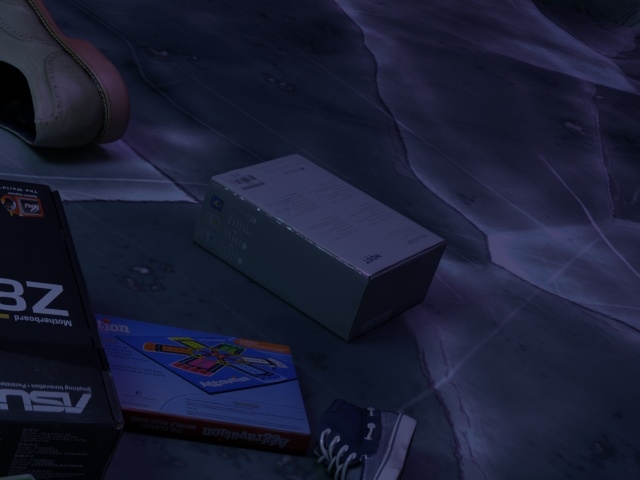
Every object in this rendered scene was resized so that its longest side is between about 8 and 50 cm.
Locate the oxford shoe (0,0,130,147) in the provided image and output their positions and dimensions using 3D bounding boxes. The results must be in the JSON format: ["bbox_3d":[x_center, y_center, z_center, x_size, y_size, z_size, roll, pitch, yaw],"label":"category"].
[{"bbox_3d":[-0.416,-0.242,1.536,0.397,0.140,0.146,33,36,30],"label":"oxford shoe"}]

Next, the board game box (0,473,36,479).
[{"bbox_3d":[-0.197,0.193,0.683,0.124,0.039,0.259,44,7,19],"label":"board game box"}]

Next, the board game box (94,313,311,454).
[{"bbox_3d":[-0.154,0.126,1.120,0.281,0.027,0.145,11,29,-17],"label":"board game box"}]

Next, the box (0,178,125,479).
[{"bbox_3d":[-0.381,0.056,0.948,0.395,0.097,0.318,8,35,-28],"label":"box"}]

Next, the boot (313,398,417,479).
[{"bbox_3d":[0.029,0.202,1.068,0.086,0.069,0.190,16,17,8],"label":"boot"}]

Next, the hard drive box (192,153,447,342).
[{"bbox_3d":[0.000,0.000,1.403,0.232,0.089,0.181,32,28,24],"label":"hard drive box"}]
